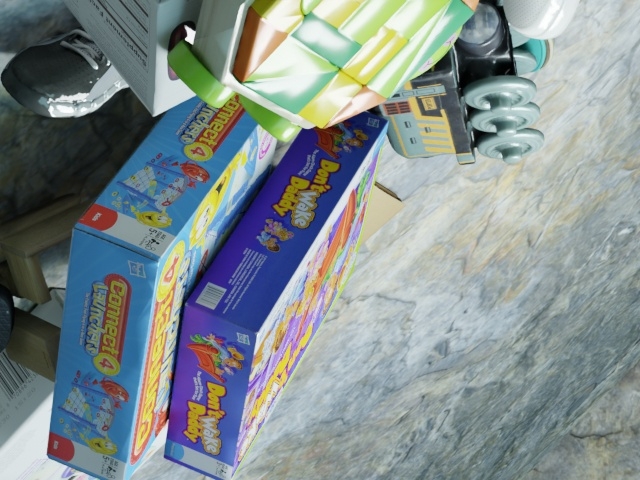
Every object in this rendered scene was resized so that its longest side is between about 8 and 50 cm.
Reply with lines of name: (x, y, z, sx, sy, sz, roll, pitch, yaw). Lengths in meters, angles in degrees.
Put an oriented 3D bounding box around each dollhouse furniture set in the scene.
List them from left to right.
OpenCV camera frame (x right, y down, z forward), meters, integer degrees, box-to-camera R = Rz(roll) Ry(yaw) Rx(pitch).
dollhouse furniture set: (-0.248, 0.040, 1.944, 0.123, 0.144, 0.151, -27, 114, -27)

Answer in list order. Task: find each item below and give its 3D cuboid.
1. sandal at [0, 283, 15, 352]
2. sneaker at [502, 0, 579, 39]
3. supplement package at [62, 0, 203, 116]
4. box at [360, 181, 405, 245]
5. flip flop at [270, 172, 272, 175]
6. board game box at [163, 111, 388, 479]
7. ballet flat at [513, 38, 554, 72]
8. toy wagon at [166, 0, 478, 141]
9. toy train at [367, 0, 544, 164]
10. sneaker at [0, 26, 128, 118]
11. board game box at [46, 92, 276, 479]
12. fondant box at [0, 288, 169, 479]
sandal: (-0.374, 0.099, 1.979, 0.097, 0.054, 0.254, 19, 144, -17)
sneaker: (0.179, -0.327, 1.882, 0.169, 0.108, 0.293, -15, 120, -39)
supplement package: (-0.077, -0.260, 1.550, 0.262, 0.204, 0.145, -30, 157, -22)
box: (0.000, 0.000, 2.421, 0.201, 0.021, 0.164, -42, 158, 9)
flip flop: (-0.110, 0.000, 2.171, 0.277, 0.080, 0.112, -18, 151, -40)
board game box: (-0.044, 0.047, 2.024, 0.233, 0.078, 0.347, 102, 14, -45)
ballet flat: (0.227, -0.268, 2.186, 0.086, 0.086, 0.248, -38, 157, -1)
toy wagon: (0.041, -0.186, 1.510, 0.267, 0.068, 0.344, -45, 156, 10)
toy train: (0.139, -0.171, 2.125, 0.190, 0.142, 0.334, -6, 164, 8)
sneaker: (-0.177, -0.191, 1.711, 0.228, 0.086, 0.132, -26, 152, -52)
board game box: (-0.149, 0.029, 1.911, 0.302, 0.086, 0.308, -58, 166, -47)
fondant box: (-0.265, 0.177, 2.258, 0.238, 0.096, 0.330, -45, 156, 16)
